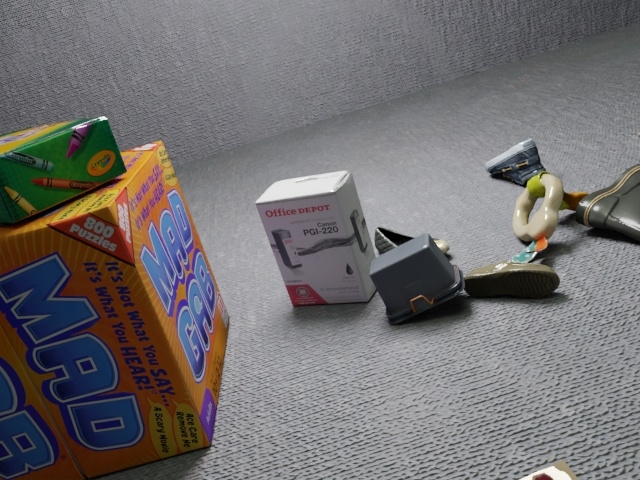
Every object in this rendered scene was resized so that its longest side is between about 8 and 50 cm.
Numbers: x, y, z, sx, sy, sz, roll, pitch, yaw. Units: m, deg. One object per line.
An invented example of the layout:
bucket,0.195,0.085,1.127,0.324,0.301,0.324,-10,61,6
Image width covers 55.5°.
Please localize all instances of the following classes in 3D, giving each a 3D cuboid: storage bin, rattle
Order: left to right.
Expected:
storage bin,0.143,0.057,0.954,0.135,0.091,0.098,-29,18,20
rattle,0.413,-0.017,1.063,0.130,0.143,0.199,-41,24,34

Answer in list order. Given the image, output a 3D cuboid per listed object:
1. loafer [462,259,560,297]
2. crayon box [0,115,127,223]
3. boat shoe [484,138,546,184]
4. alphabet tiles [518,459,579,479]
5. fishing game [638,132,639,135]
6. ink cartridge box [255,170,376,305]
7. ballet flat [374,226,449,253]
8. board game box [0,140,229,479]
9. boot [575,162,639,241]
loafer,0.293,0.055,0.940,0.148,0.056,0.050,-3,32,32
crayon box,-0.415,-0.094,0.817,0.279,0.081,0.165,3,28,39
boat shoe,0.431,-0.158,1.357,0.065,0.083,0.183,-21,-5,-12
alphabet tiles,0.146,0.305,0.439,0.343,0.011,0.285,-26,21,1
fishing game,0.776,-0.214,1.259,0.189,0.041,0.264,-11,22,21
ink cartridge box,0.000,0.000,1.071,0.159,0.217,0.092,-6,24,26
ballet flat,0.168,0.006,1.161,0.173,0.049,0.057,6,32,45
board game box,-0.372,0.101,0.911,0.357,0.356,0.356,-15,22,2
boot,0.554,-0.058,1.023,0.198,0.076,0.137,-32,33,-15
